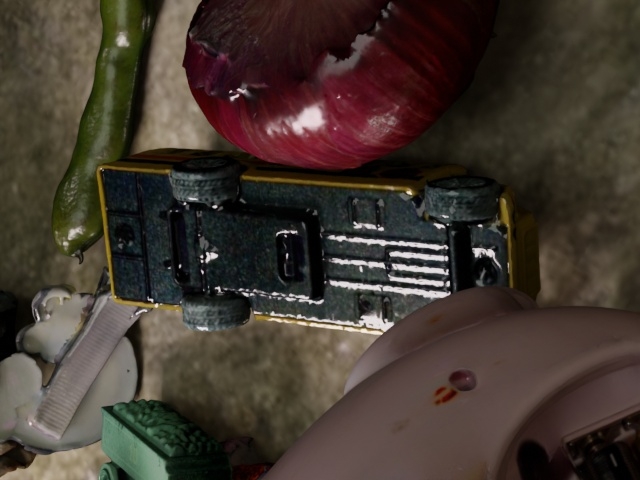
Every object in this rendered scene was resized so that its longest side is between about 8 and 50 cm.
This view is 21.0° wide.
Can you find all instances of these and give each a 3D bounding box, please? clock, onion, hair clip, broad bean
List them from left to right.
[{"bbox_3d":[-0.194,0.102,1.366,0.172,0.116,0.049,-59,23,-6],"label":"hair clip"},{"bbox_3d":[-0.171,-0.108,1.375,0.052,0.053,0.256,27,109,59],"label":"broad bean"},{"bbox_3d":[0.019,-0.147,1.166,0.248,0.248,0.161,-13,119,34],"label":"onion"},{"bbox_3d":[0.101,0.214,0.973,0.250,0.376,0.368,114,134,-71],"label":"clock"}]

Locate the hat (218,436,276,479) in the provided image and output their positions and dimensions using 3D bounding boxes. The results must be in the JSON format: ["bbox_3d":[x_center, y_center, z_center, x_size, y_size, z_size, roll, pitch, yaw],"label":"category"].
[{"bbox_3d":[-0.010,0.182,1.244,0.227,0.140,0.129,15,73,45],"label":"hat"}]

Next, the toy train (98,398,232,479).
[{"bbox_3d":[-0.120,0.177,1.312,0.172,0.070,0.099,23,111,61],"label":"toy train"}]

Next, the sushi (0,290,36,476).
[{"bbox_3d":[-0.363,0.134,1.410,0.238,0.225,0.219,22,107,34],"label":"sushi"}]

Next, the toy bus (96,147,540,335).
[{"bbox_3d":[0.000,0.000,1.215,0.335,0.123,0.121,5,107,32],"label":"toy bus"}]
